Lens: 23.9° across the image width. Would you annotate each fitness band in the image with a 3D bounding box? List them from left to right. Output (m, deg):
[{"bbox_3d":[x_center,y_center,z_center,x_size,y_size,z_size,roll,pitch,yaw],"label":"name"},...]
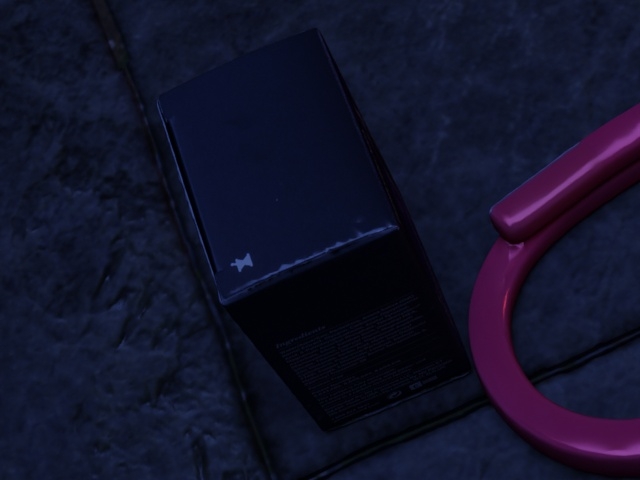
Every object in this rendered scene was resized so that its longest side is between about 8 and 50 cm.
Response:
[{"bbox_3d":[0.226,0.019,0.936,0.291,0.054,0.209,-35,62,-1],"label":"fitness band"}]

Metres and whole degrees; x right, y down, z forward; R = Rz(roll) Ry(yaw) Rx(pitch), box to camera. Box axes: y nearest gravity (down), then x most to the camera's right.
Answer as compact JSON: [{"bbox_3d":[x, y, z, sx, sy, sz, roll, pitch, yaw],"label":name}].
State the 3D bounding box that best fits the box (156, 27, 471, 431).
[{"bbox_3d":[0.000,0.000,0.921,0.108,0.207,0.153,-23,59,5],"label":"box"}]
